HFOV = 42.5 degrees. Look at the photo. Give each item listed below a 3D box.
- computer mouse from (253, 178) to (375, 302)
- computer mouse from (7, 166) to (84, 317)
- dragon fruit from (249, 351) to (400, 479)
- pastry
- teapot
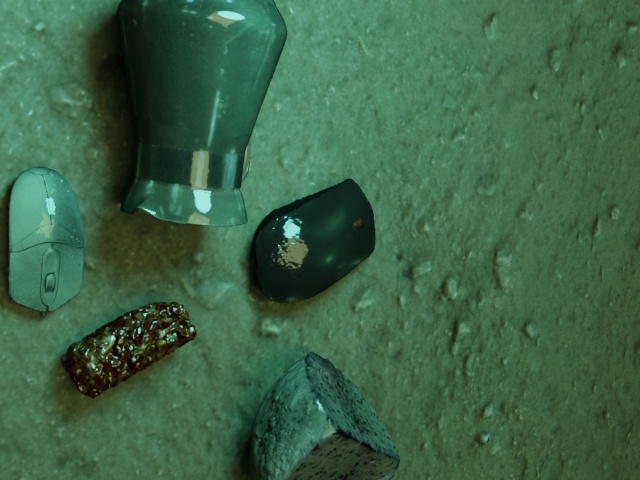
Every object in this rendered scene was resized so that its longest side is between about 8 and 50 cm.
[{"bbox_3d":[0.002,0.000,1.493,0.295,0.087,0.168,-30,108,-31],"label":"computer mouse"},{"bbox_3d":[-0.408,0.006,1.218,0.113,0.068,0.229,-6,98,-33],"label":"computer mouse"},{"bbox_3d":[-0.022,0.350,1.455,0.221,0.204,0.283,-44,138,8],"label":"dragon fruit"},{"bbox_3d":[-0.295,0.163,1.293,0.208,0.115,0.097,-28,98,-28],"label":"pastry"},{"bbox_3d":[-0.183,-0.207,1.274,0.300,0.253,0.344,-11,111,-66],"label":"teapot"}]
